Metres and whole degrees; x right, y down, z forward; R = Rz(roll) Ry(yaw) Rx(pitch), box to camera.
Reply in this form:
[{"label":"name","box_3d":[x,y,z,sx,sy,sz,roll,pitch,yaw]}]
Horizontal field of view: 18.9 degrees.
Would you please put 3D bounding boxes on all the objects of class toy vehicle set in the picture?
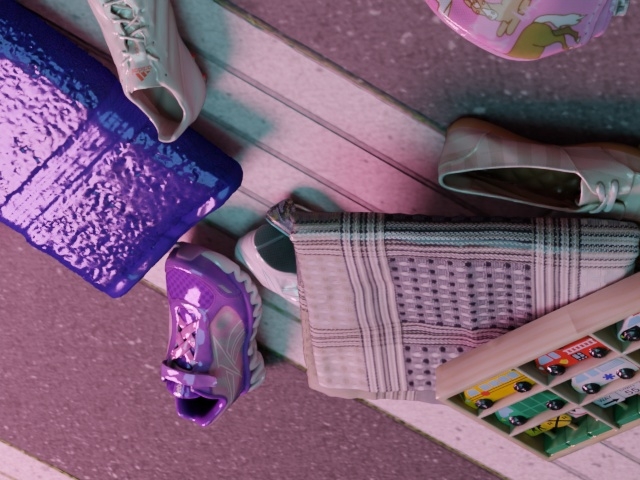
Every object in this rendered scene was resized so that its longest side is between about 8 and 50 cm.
[{"label":"toy vehicle set","box_3d":[0.256,0.114,1.732,0.166,0.035,0.267,30,136,-34]}]

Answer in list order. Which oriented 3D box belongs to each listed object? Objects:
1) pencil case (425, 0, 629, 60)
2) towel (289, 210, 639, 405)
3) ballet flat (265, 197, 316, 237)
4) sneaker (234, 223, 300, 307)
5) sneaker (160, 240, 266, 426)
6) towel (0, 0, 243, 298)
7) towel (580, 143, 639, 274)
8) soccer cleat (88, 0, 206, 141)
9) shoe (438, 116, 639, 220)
[{"label":"pencil case","box_3d":[0.197,-0.298,1.315,0.167,0.160,0.386,-4,147,-26]},{"label":"towel","box_3d":[0.131,0.078,1.772,0.312,0.056,0.324,2,148,6]},{"label":"ballet flat","box_3d":[0.000,0.000,1.817,0.114,0.041,0.041,42,135,-20]},{"label":"sneaker","box_3d":[-0.019,0.037,1.864,0.152,0.053,0.061,41,152,-21]},{"label":"sneaker","box_3d":[-0.118,0.102,1.909,0.095,0.104,0.236,23,145,25]},{"label":"towel","box_3d":[-0.247,-0.095,1.788,0.308,0.076,0.228,36,130,-18]},{"label":"towel","box_3d":[0.306,-0.042,1.664,0.102,0.021,0.237,24,139,-7]},{"label":"soccer cleat","box_3d":[-0.154,-0.171,1.654,0.068,0.076,0.196,-7,133,27]},{"label":"shoe","box_3d":[0.206,-0.049,1.651,0.219,0.058,0.076,13,136,15]}]
